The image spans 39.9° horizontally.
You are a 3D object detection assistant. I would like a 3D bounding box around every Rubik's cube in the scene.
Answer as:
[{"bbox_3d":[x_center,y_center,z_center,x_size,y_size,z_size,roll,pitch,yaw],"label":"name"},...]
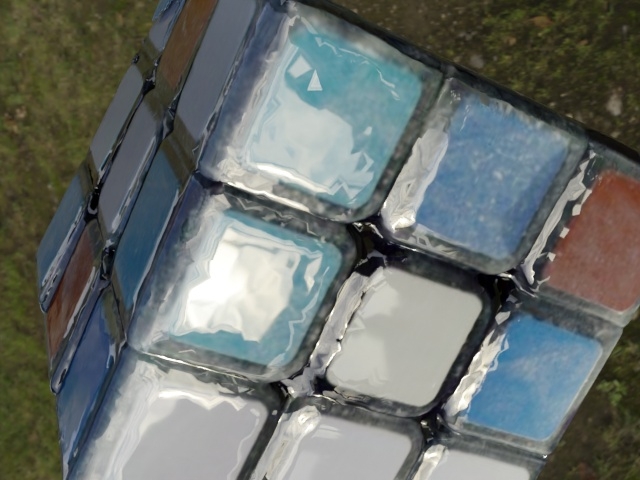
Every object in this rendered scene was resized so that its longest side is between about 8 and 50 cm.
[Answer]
[{"bbox_3d":[0.000,0.000,0.704,0.363,0.362,0.359,-62,29,10],"label":"Rubik's cube"}]
